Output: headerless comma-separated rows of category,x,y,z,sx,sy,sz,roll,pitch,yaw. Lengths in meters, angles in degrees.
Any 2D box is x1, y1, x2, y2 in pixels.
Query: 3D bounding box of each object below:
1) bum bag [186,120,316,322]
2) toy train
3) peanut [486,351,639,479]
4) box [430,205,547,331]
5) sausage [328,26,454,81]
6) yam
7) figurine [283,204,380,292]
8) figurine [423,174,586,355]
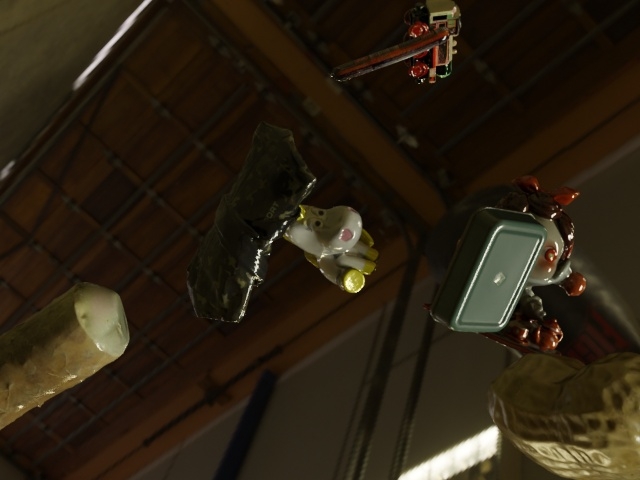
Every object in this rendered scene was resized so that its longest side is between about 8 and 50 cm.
bum bag,-0.085,-0.014,0.937,0.102,0.069,0.248,40,-71,48
toy train,0.176,-0.312,1.263,0.087,0.138,0.050,-6,-136,0
peanut,0.304,0.195,0.879,0.233,0.197,0.110,-14,-141,53
box,0.164,0.031,0.770,0.031,0.091,0.126,42,-63,48
sausage,0.105,-0.275,1.180,0.198,0.025,0.028,-21,-129,-1
yam,-0.309,0.140,0.608,0.357,0.081,0.081,-30,-167,-1
figurine,0.006,-0.001,1.152,0.130,0.178,0.109,5,-118,29
figurine,0.279,0.024,1.097,0.160,0.183,0.226,12,101,-67
